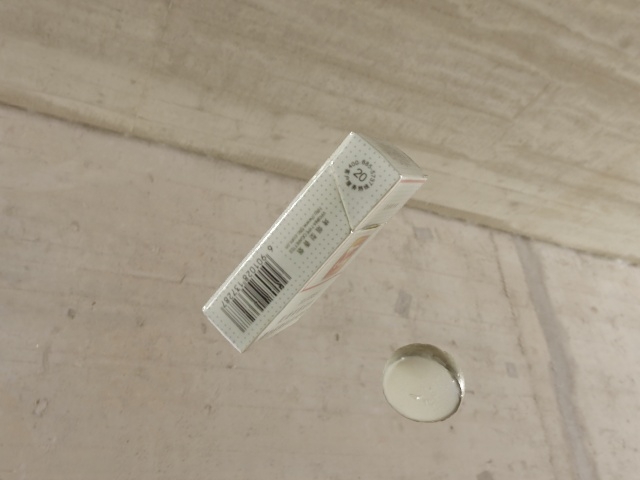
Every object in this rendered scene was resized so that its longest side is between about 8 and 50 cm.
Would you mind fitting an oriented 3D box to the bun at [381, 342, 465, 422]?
[{"bbox_3d":[0.172,0.222,0.992,0.138,0.138,0.094,38,-148,-2],"label":"bun"}]

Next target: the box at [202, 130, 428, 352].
[{"bbox_3d":[-0.001,0.000,0.875,0.095,0.330,0.210,43,-164,10],"label":"box"}]
